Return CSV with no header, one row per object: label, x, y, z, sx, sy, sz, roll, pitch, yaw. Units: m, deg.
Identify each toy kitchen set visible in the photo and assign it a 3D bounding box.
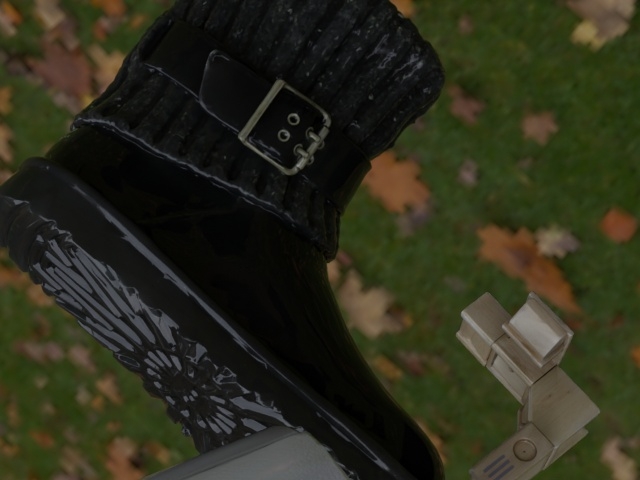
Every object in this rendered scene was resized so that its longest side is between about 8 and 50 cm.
toy kitchen set,0.086,0.073,0.917,0.083,0.075,0.068,47,158,18

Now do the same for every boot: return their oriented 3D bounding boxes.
boot,0.001,-0.002,1.118,0.348,0.260,0.131,46,153,-7

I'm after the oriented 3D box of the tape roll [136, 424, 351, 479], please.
tape roll,-0.049,0.224,0.831,0.246,0.169,0.246,54,155,40
